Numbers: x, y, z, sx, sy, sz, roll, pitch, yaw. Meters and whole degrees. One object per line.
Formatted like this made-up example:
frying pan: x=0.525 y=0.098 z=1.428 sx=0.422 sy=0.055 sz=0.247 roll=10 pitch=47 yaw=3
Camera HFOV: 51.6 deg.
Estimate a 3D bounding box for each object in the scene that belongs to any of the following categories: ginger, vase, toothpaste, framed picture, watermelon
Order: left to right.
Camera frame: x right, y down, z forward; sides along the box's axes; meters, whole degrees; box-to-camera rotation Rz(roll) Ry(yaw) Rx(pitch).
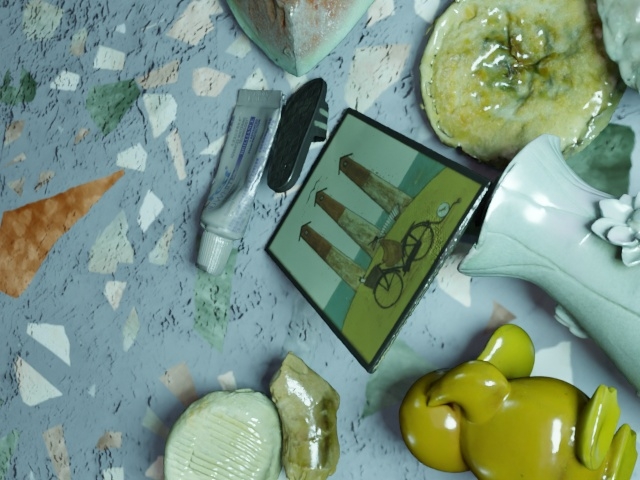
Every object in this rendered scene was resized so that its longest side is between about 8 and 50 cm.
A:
toothpaste: x=-0.124 y=-0.086 z=0.973 sx=0.099 sy=0.068 sz=0.282 roll=16 pitch=92 yaw=17
watermelon: x=-0.040 y=-0.378 z=0.886 sx=0.213 sy=0.201 sz=0.262 roll=42 pitch=107 yaw=29
ginger: x=-0.020 y=0.243 z=0.892 sx=0.069 sy=0.095 sz=0.190 roll=-15 pitch=79 yaw=42
framed picture: x=0.048 y=-0.022 z=0.828 sx=0.244 sy=0.013 sz=0.324 roll=-59 pitch=35 yaw=9
vase: x=0.362 y=0.065 z=0.662 sx=0.445 sy=0.250 sz=0.250 roll=34 pitch=100 yaw=23

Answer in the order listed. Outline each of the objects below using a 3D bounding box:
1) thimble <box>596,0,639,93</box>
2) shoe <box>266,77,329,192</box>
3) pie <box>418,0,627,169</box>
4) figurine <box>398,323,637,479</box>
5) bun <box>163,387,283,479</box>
thimble: x=0.411 y=-0.268 z=0.625 sx=0.195 sy=0.291 sz=0.291 roll=-6 pitch=83 yaw=-6
shoe: x=-0.024 y=-0.143 z=0.941 sx=0.071 sy=0.049 sz=0.179 roll=0 pitch=67 yaw=43
pie: x=0.253 y=-0.218 z=0.823 sx=0.274 sy=0.055 sz=0.274 roll=-2 pitch=85 yaw=24
figurine: x=0.209 y=0.208 z=0.736 sx=0.215 sy=0.215 sz=0.228 roll=-60 pitch=37 yaw=9
bun: x=-0.132 y=0.294 z=0.931 sx=0.164 sy=0.111 sz=0.188 roll=20 pitch=91 yaw=6
